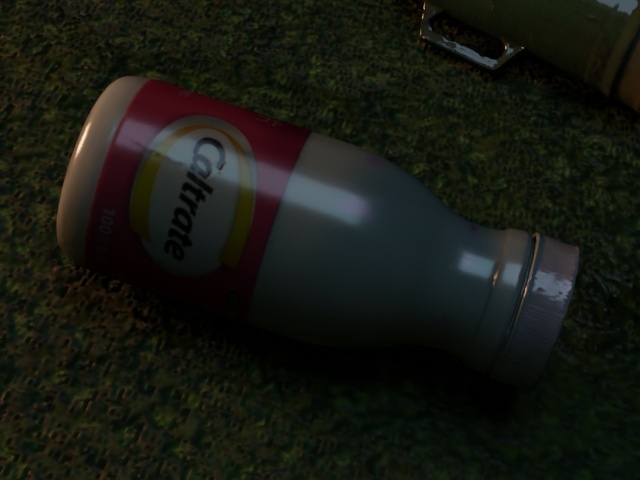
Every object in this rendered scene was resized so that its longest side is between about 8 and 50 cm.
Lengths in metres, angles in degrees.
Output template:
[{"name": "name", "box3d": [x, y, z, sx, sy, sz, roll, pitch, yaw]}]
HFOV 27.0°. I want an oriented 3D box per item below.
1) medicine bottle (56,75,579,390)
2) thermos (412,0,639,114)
[{"name": "medicine bottle", "box3d": [0.000, 0.000, 0.586, 0.216, 0.090, 0.090, 18, 45, 3]}, {"name": "thermos", "box3d": [0.117, -0.141, 0.776, 0.187, 0.083, 0.073, 29, 25, 16]}]
